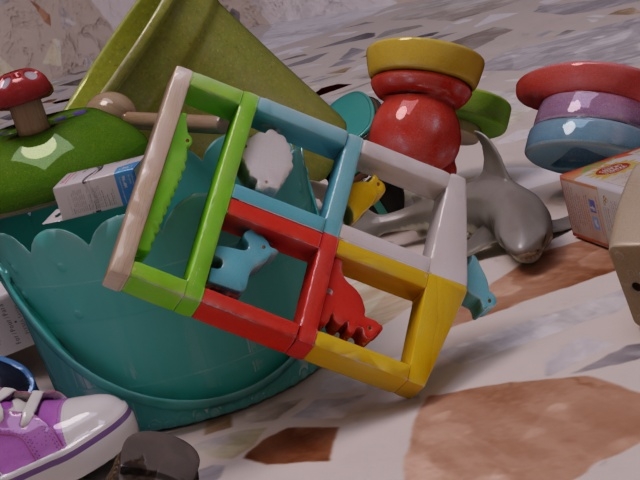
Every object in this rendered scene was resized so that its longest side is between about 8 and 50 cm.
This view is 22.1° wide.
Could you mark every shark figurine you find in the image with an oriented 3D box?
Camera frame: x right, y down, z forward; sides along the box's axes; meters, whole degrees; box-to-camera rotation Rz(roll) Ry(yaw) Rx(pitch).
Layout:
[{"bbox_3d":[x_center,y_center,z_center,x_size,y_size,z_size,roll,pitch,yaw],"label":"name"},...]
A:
[{"bbox_3d":[0.134,-0.046,1.585,0.278,0.116,0.166,3,21,46],"label":"shark figurine"}]

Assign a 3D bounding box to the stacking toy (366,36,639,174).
[{"bbox_3d":[0.195,-0.100,1.725,0.309,0.130,0.279,7,-11,3],"label":"stacking toy"}]

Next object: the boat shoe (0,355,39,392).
[{"bbox_3d":[-0.350,0.129,1.400,0.258,0.109,0.089,-5,20,42],"label":"boat shoe"}]

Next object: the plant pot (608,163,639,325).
[{"bbox_3d":[0.280,0.009,1.241,0.109,0.109,0.096,-3,30,41],"label":"plant pot"}]

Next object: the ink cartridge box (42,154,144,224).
[{"bbox_3d":[-0.176,-0.039,1.274,0.083,0.028,0.048,-14,14,9],"label":"ink cartridge box"}]

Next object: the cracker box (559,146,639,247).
[{"bbox_3d":[0.332,-0.038,1.436,0.156,0.067,0.232,-19,13,-13],"label":"cracker box"}]

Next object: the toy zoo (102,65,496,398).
[{"bbox_3d":[0.000,0.000,1.243,0.030,0.293,0.192,128,160,-56],"label":"toy zoo"}]

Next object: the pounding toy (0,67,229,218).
[{"bbox_3d":[-0.227,-0.106,1.419,0.183,0.110,0.237,0,21,47],"label":"pounding toy"}]

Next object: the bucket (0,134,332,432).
[{"bbox_3d":[-0.124,0.033,1.382,0.281,0.183,0.281,-14,14,4],"label":"bucket"}]

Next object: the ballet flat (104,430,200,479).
[{"bbox_3d":[-0.127,0.198,1.014,0.084,0.058,0.250,18,23,0],"label":"ballet flat"}]

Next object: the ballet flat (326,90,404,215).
[{"bbox_3d":[0.047,-0.079,1.827,0.095,0.096,0.280,-31,20,12],"label":"ballet flat"}]

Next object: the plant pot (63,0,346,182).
[{"bbox_3d":[-0.121,-0.126,1.763,0.276,0.254,0.276,-51,15,19],"label":"plant pot"}]

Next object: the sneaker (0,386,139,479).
[{"bbox_3d":[-0.288,0.124,1.239,0.282,0.161,0.102,-13,12,1],"label":"sneaker"}]

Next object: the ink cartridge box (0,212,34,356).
[{"bbox_3d":[-0.361,0.050,1.646,0.261,0.066,0.296,-24,22,-1],"label":"ink cartridge box"}]
